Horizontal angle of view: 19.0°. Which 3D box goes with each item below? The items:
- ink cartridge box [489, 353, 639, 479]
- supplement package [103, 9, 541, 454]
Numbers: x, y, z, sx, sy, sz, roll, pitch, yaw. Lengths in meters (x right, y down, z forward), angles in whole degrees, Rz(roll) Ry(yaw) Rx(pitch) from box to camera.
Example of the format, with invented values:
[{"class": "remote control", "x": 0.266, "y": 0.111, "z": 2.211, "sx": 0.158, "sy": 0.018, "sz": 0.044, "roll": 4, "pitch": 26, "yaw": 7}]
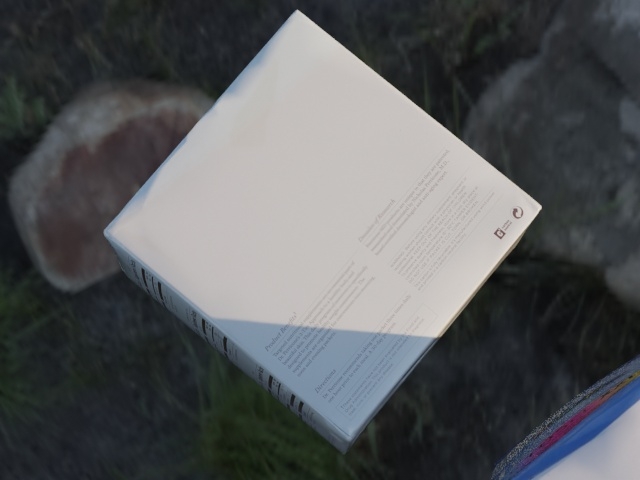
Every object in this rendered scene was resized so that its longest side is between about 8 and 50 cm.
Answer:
[{"class": "ink cartridge box", "x": 0.239, "y": 0.217, "z": 1.237, "sx": 0.151, "sy": 0.395, "sz": 0.270, "roll": -37, "pitch": 84, "yaw": 3}, {"class": "supplement package", "x": 0.000, "y": 0.000, "z": 1.256, "sx": 0.203, "sy": 0.149, "sz": 0.194, "roll": 40, "pitch": 81, "yaw": 6}]
